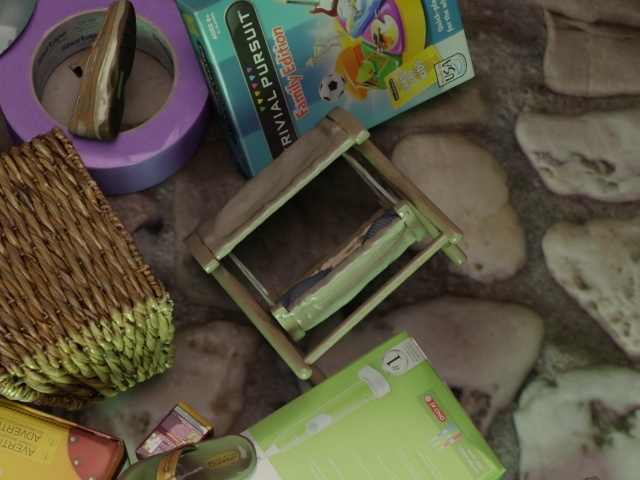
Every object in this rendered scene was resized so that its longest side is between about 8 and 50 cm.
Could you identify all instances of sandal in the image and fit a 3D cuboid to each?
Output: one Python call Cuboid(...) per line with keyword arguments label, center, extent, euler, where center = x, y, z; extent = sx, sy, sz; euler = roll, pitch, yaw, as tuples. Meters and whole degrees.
Cuboid(label="sandal", center=(-0.148, 0.257, 1.567), extent=(0.180, 0.049, 0.072), euler=(-20, 82, -23))

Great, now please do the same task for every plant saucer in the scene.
Cuboid(label="plant saucer", center=(-0.463, -0.294, 1.879), extent=(0.195, 0.037, 0.195), euler=(-15, 49, 19))

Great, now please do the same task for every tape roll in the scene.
Cuboid(label="tape roll", center=(-0.279, -0.199, 1.873), extent=(0.275, 0.090, 0.274), euler=(1, 68, -3))

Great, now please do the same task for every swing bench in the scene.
Cuboid(label="swing bench", center=(0.000, 0.000, 1.735), extent=(0.253, 0.165, 0.254), euler=(-42, 77, -2))

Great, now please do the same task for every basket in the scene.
Cuboid(label="basket", center=(-0.333, 0.059, 1.690), extent=(0.223, 0.213, 0.299), euler=(-27, 66, -20))

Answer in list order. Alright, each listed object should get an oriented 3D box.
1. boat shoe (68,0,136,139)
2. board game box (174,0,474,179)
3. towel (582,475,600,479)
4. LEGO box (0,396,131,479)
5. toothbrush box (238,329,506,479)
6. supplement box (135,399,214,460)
Cuboid(label="boat shoe", center=(-0.279, -0.218, 1.800), extent=(0.072, 0.068, 0.190), euler=(4, 67, 11))
Cuboid(label="board game box", center=(0.014, -0.257, 1.827), extent=(0.336, 0.253, 0.079), euler=(-28, 34, -13))
Cuboid(label="towel", center=(0.288, 0.351, 1.707), extent=(0.148, 0.027, 0.110), euler=(-23, 70, -11))
Cuboid(label="LEGO box", center=(-0.504, 0.333, 1.582), extent=(0.500, 0.193, 0.372), euler=(19, 68, 5))
Cuboid(label="toothbrush box", center=(0.038, 0.273, 1.675), extent=(0.283, 0.122, 0.206), euler=(-31, 72, -16))
Cuboid(label="supplement box", center=(-0.174, 0.242, 1.719), extent=(0.055, 0.043, 0.083), euler=(38, 70, 12))
